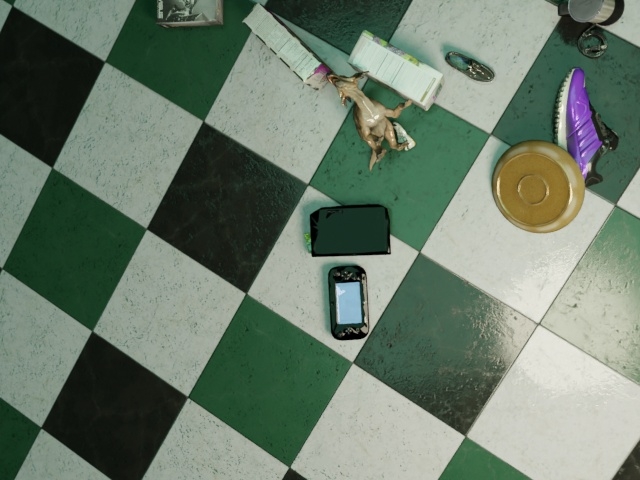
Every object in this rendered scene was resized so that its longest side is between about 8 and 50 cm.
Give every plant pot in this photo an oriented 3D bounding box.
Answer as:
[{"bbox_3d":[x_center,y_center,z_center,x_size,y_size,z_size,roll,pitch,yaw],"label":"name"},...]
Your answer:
[{"bbox_3d":[0.523,-0.126,1.737,0.236,0.032,0.237,15,116,34],"label":"plant pot"}]

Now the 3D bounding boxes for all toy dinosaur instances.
[{"bbox_3d":[0.119,-0.317,1.803,0.127,0.296,0.200,-39,62,-15],"label":"toy dinosaur"}]

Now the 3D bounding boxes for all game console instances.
[{"bbox_3d":[0.086,0.086,1.896,0.213,0.044,0.362,-3,94,9],"label":"game console"}]

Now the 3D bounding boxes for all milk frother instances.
[{"bbox_3d":[0.646,-0.520,1.691,0.129,0.134,0.143,-20,84,44],"label":"milk frother"}]

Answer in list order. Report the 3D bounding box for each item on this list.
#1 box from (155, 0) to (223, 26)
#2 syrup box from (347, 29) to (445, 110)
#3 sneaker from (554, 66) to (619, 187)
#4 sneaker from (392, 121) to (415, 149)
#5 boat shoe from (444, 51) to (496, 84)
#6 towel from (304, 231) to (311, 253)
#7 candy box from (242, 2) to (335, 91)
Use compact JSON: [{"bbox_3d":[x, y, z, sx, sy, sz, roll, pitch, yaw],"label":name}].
[{"bbox_3d":[-0.361,-0.711,1.962,0.182,0.056,0.231,2,93,14],"label":"box"},{"bbox_3d":[0.196,-0.434,1.824,0.236,0.093,0.096,31,99,10],"label":"syrup box"},{"bbox_3d":[0.647,-0.270,1.725,0.146,0.102,0.294,3,101,13],"label":"sneaker"},{"bbox_3d":[0.211,-0.273,1.859,0.037,0.032,0.083,-40,83,12],"label":"sneaker"},{"bbox_3d":[0.379,-0.439,1.807,0.142,0.040,0.049,28,98,11],"label":"boat shoe"},{"bbox_3d":[0.000,0.000,1.934,0.083,0.009,0.060,-13,90,13],"label":"towel"},{"bbox_3d":[-0.079,-0.501,1.853,0.233,0.159,0.071,46,103,7],"label":"candy box"}]
